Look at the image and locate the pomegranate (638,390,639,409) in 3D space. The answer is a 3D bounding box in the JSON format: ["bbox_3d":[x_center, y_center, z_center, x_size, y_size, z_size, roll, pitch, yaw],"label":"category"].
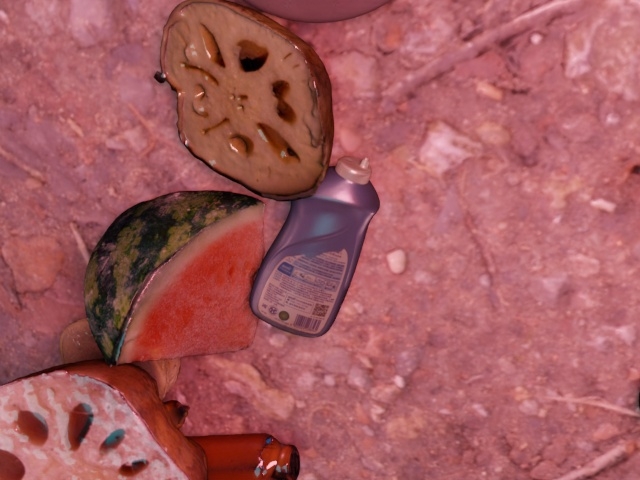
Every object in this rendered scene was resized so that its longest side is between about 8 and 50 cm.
[{"bbox_3d":[0.354,0.160,0.815,0.085,0.073,0.073,14,117,10],"label":"pomegranate"}]

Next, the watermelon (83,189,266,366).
[{"bbox_3d":[-0.137,0.051,0.869,0.202,0.207,0.136,28,146,-16],"label":"watermelon"}]

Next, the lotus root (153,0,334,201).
[{"bbox_3d":[-0.057,-0.139,0.790,0.204,0.078,0.183,35,136,15],"label":"lotus root"}]

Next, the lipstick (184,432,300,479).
[{"bbox_3d":[-0.228,0.275,1.036,0.419,0.077,0.077,-5,112,17],"label":"lipstick"}]

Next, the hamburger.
[{"bbox_3d":[-0.233,0.140,0.984,0.140,0.062,0.133,-6,109,20],"label":"hamburger"}]

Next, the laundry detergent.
[{"bbox_3d":[0.000,0.000,0.852,0.097,0.061,0.206,27,118,6],"label":"laundry detergent"}]

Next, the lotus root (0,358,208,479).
[{"bbox_3d":[-0.235,0.236,0.890,0.272,0.192,0.272,2,102,11],"label":"lotus root"}]

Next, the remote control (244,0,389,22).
[{"bbox_3d":[0.024,-0.325,0.660,0.221,0.103,0.332,23,124,-16],"label":"remote control"}]
